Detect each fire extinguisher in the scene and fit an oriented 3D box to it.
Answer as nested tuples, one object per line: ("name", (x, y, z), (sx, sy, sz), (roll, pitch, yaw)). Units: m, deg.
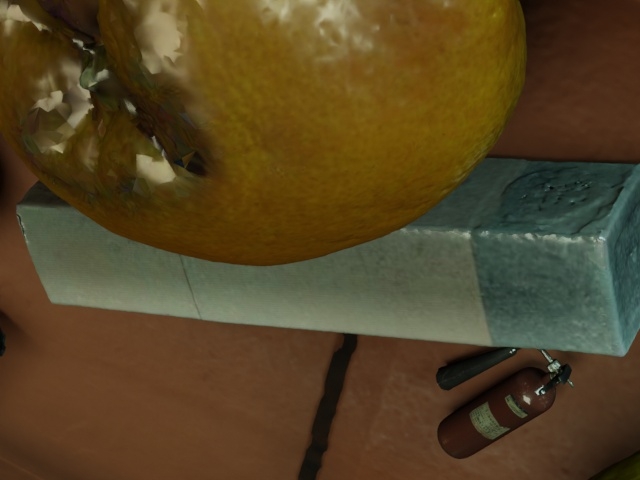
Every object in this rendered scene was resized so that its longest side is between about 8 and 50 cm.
("fire extinguisher", (0.091, 0.073, 0.790), (0.100, 0.032, 0.046), (-41, 63, 44))

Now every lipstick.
("lipstick", (0.000, 0.000, 0.756), (0.317, 0.066, 0.068), (4, 125, 29))

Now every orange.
("orange", (-0.034, -0.104, 0.616), (0.249, 0.183, 0.249), (17, 132, 20))

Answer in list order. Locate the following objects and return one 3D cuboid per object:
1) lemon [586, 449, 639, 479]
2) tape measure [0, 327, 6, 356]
("lemon", (0.183, 0.179, 0.708), (0.184, 0.184, 0.248), (39, 135, -1))
("tape measure", (-0.349, 0.091, 0.974), (0.246, 0.125, 0.243), (23, 136, -16))
